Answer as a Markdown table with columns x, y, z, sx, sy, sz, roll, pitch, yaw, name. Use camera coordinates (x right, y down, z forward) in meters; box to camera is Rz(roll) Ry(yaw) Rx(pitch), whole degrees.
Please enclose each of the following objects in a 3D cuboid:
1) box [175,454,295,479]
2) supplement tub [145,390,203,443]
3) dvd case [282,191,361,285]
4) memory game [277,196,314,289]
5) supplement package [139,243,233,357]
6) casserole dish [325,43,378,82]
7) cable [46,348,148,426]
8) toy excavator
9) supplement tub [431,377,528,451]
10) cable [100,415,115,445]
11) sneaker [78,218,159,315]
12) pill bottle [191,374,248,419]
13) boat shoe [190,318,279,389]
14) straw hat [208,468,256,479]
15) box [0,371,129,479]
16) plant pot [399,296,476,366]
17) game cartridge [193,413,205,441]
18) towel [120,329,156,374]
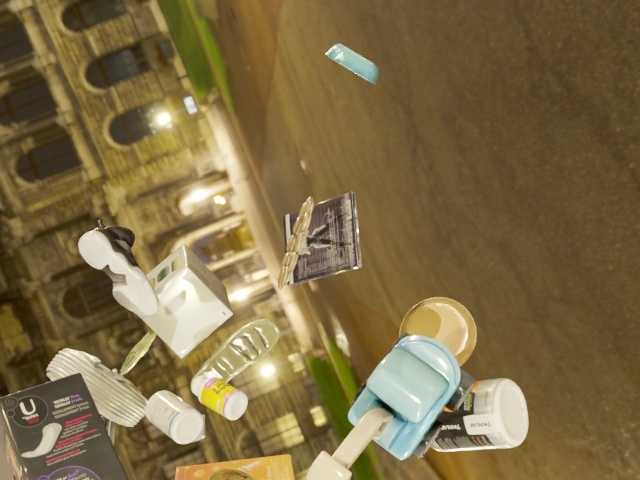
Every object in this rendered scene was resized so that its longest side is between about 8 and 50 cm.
| x | y | z | sx | sy | sz | roll | pitch | yaw | name |
| --- | --- | --- | --- | --- | --- | --- | --- | --- | --- |
| -0.241 | 0.760 | 2.226 | 0.215 | 0.345 | 0.168 | -120 | 26 | -73 | box |
| -0.281 | 0.340 | 1.486 | 0.107 | 0.071 | 0.071 | 20 | 139 | 46 | supplement tub |
| 0.000 | 0.000 | 1.695 | 0.018 | 0.221 | 0.165 | 9 | -109 | -44 | dvd case |
| -0.048 | 0.005 | 1.448 | 0.186 | 0.012 | 0.186 | -161 | 90 | -82 | memory game |
| -0.404 | 0.170 | 2.265 | 0.198 | 0.199 | 0.263 | 49 | 180 | -19 | supplement package |
| 0.071 | -0.365 | 1.582 | 0.114 | 0.037 | 0.188 | 31 | -167 | 1 | casserole dish |
| -0.524 | 0.352 | 1.827 | 0.257 | 0.089 | 0.257 | 10 | 149 | 43 | cable |
| 0.152 | 0.405 | 1.809 | 0.222 | 0.433 | 0.445 | 34 | 174 | 21 | toy excavator |
| 0.420 | 0.509 | 2.232 | 0.193 | 0.316 | 0.194 | 21 | -119 | -44 | supplement tub |
| -0.729 | 0.612 | 2.612 | 0.072 | 0.287 | 0.139 | -1 | -144 | -48 | cable |
| -0.497 | 0.060 | 1.982 | 0.269 | 0.101 | 0.153 | 54 | -162 | -20 | sneaker |
| -0.149 | 0.227 | 1.128 | 0.083 | 0.043 | 0.043 | 20 | 145 | 34 | pill bottle |
| -0.251 | 0.329 | 2.239 | 0.113 | 0.302 | 0.103 | 53 | 179 | -7 | boat shoe |
| -0.228 | 0.654 | 1.995 | 0.144 | 0.144 | 0.061 | -127 | 47 | -73 | straw hat |
| -0.487 | 0.415 | 1.455 | 0.270 | 0.165 | 0.143 | 56 | 143 | 27 | box |
| 0.353 | 0.286 | 2.339 | 0.032 | 0.236 | 0.236 | -131 | 19 | -83 | plant pot |
| -0.286 | 0.415 | 1.695 | 0.017 | 0.083 | 0.056 | 28 | -127 | -48 | game cartridge |
| -0.516 | 0.318 | 2.193 | 0.027 | 0.110 | 0.148 | 37 | 136 | 0 | towel |
